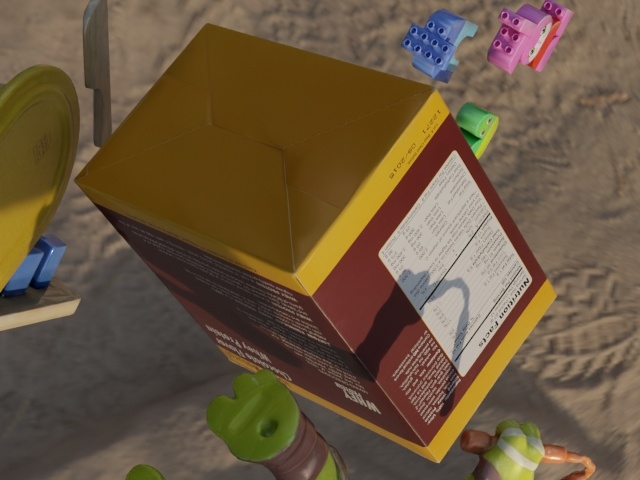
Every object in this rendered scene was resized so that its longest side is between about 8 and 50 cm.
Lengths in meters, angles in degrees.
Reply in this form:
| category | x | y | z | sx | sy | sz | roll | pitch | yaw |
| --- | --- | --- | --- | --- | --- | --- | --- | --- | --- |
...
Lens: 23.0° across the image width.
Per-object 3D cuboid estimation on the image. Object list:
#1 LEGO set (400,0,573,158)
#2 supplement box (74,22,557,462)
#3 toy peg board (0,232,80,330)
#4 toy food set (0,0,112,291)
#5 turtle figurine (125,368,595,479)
| category | x | y | z | sx | sy | sz | roll | pitch | yaw |
| --- | --- | --- | --- | --- | --- | --- | --- | --- | --- |
| LEGO set | 0.068 | -0.083 | 1.081 | 0.087 | 0.093 | 0.227 | 34 | 102 | 26 |
| supplement box | 0.000 | 0.000 | 0.918 | 0.191 | 0.194 | 0.129 | 22 | 67 | 42 |
| toy peg board | -0.262 | -0.013 | 1.113 | 0.161 | 0.161 | 0.079 | 33 | 108 | 19 |
| toy food set | -0.205 | -0.047 | 0.927 | 0.071 | 0.128 | 0.218 | 20 | 52 | 15 |
| turtle figurine | -0.003 | 0.166 | 0.777 | 0.269 | 0.217 | 0.087 | -35 | 44 | 16 |
